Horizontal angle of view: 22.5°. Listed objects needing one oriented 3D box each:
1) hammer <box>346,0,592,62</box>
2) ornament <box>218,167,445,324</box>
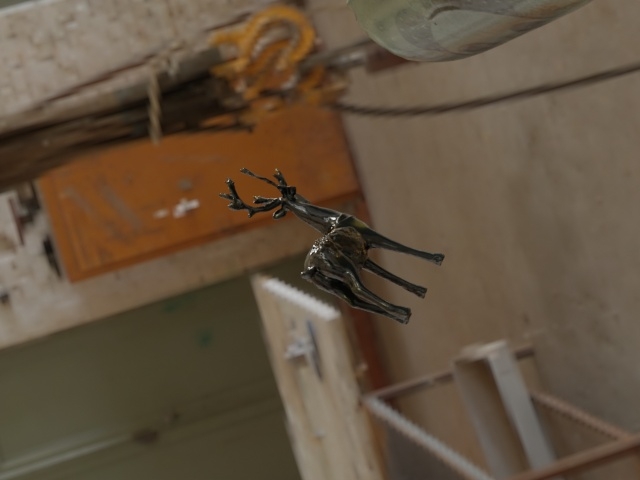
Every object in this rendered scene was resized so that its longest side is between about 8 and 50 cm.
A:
[{"bbox_3d":[0.169,-0.204,0.907,0.202,0.305,0.113,-11,106,64],"label":"hammer"},{"bbox_3d":[0.000,0.000,0.848,0.073,0.125,0.028,-47,-16,-57],"label":"ornament"}]
